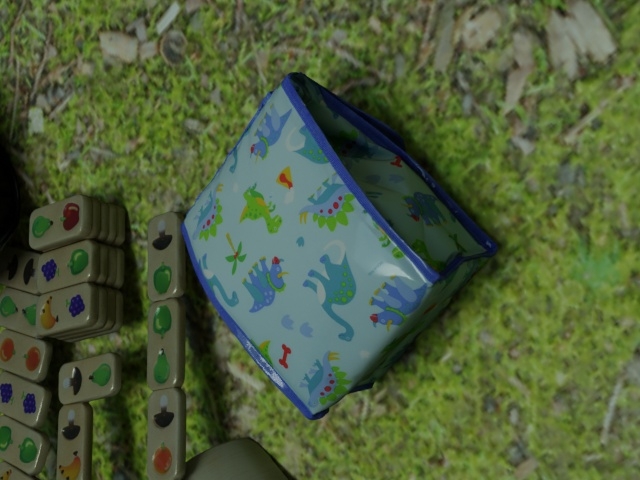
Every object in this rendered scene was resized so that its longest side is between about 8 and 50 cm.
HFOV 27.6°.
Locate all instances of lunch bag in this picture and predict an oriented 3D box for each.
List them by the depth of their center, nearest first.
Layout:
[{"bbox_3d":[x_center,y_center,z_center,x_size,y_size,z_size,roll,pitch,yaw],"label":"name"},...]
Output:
[{"bbox_3d":[0.000,0.000,0.735,0.151,0.096,0.129,46,120,14],"label":"lunch bag"}]

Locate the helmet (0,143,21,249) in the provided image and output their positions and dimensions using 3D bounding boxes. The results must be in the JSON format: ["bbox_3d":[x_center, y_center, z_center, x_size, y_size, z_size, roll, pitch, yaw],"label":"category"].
[{"bbox_3d":[-0.312,-0.019,0.922,0.161,0.169,0.169,-30,76,17],"label":"helmet"}]

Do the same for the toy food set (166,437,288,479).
[{"bbox_3d":[-0.060,0.309,0.826,0.220,0.092,0.306,47,119,38],"label":"toy food set"}]

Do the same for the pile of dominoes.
[{"bbox_3d":[-0.171,0.100,0.866,0.196,0.040,0.251,-15,69,38],"label":"pile of dominoes"}]
